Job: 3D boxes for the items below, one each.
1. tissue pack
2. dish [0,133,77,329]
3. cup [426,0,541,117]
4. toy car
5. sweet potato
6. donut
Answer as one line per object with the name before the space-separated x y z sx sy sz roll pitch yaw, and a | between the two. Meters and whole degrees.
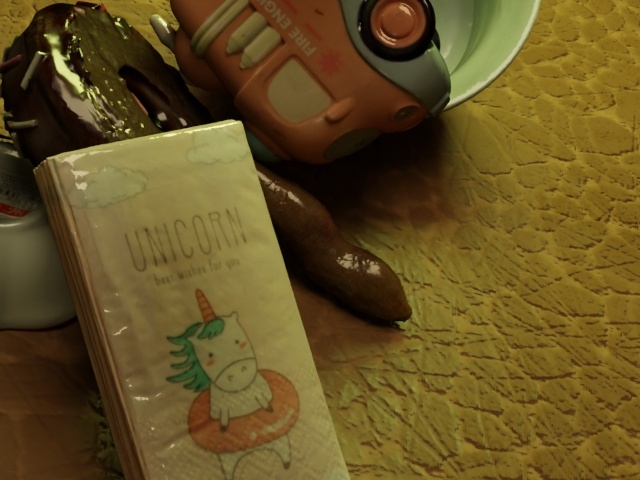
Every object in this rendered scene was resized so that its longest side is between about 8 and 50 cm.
tissue pack | -0.092 0.078 1.008 0.170 0.071 0.325 -14 86 -33
dish | -0.283 -0.027 1.144 0.229 0.081 0.229 12 44 -11
cup | 0.054 -0.269 1.421 0.347 0.163 0.347 1 77 -3
toy car | -0.017 -0.184 1.229 0.270 0.212 0.180 48 5 4
sweet potato | -0.002 0.002 1.227 0.218 0.065 0.051 42 33 -5
donut | -0.176 -0.093 1.169 0.269 0.103 0.269 49 16 -20
